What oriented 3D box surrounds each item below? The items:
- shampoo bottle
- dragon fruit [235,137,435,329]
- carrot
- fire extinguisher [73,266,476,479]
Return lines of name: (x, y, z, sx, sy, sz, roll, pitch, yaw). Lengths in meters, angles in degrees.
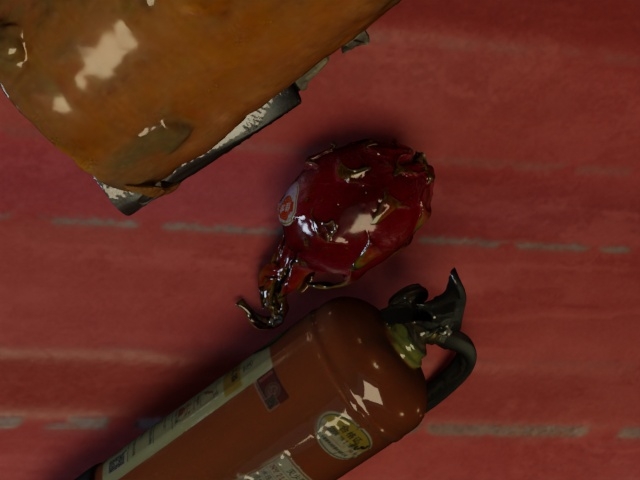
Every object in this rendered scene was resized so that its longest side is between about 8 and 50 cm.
shampoo bottle: (-0.062, -0.097, 1.110, 0.207, 0.057, 0.063, -33, 115, 3)
dragon fruit: (0.000, 0.000, 1.170, 0.094, 0.094, 0.190, 32, 119, -29)
carrot: (-0.044, -0.206, 0.959, 0.340, 0.224, 0.224, -37, 123, 15)
fire extinguisher: (-0.025, 0.137, 1.236, 0.376, 0.200, 0.113, -36, 85, 14)
